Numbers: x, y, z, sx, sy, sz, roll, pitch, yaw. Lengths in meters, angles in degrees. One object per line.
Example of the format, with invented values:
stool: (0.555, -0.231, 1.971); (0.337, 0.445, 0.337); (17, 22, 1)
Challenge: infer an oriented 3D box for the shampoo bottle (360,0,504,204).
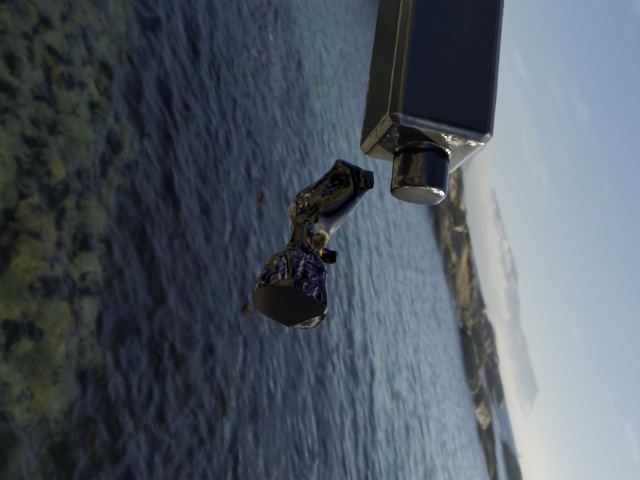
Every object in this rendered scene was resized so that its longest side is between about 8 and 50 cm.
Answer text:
shampoo bottle: (0.085, -0.148, 0.529); (0.079, 0.080, 0.246); (133, -33, -71)

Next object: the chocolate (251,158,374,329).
chocolate: (-0.003, 0.000, 0.584); (0.147, 0.072, 0.070); (-62, 147, -38)
